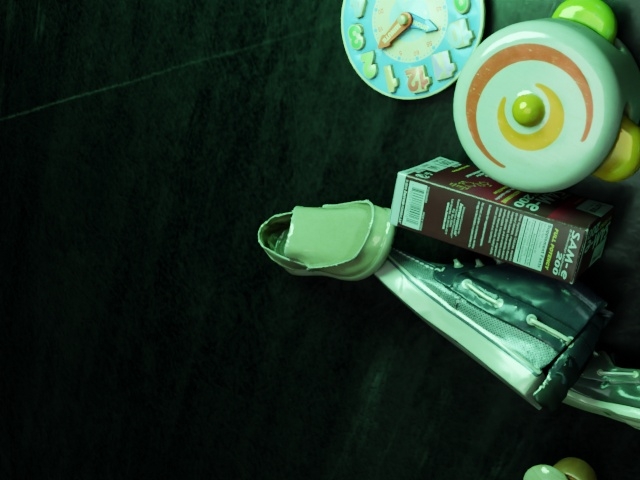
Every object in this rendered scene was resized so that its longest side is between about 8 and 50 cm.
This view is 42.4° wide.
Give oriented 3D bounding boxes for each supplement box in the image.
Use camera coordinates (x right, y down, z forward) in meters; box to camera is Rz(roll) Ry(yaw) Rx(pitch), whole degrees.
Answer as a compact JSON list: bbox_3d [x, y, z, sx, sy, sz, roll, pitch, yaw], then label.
[{"bbox_3d":[0.221,-0.032,1.015,0.239,0.130,0.073,20,114,26],"label":"supplement box"}]

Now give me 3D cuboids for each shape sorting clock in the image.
[{"bbox_3d":[0.114,-0.286,1.064,0.206,0.040,0.206,10,110,30],"label":"shape sorting clock"}]

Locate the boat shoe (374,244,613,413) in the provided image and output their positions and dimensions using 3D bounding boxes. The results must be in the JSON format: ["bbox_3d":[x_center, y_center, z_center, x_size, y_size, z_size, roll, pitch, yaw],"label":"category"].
[{"bbox_3d":[0.214,0.065,1.074,0.340,0.127,0.158,38,88,35],"label":"boat shoe"}]

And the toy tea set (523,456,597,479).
[{"bbox_3d":[0.313,0.458,1.103,0.200,0.124,0.336,-14,96,36],"label":"toy tea set"}]

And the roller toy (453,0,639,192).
[{"bbox_3d":[0.258,-0.153,0.943,0.191,0.146,0.209,-18,95,36],"label":"roller toy"}]

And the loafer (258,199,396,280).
[{"bbox_3d":[0.000,0.000,1.141,0.268,0.092,0.102,-14,60,53],"label":"loafer"}]

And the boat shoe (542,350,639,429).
[{"bbox_3d":[0.349,0.178,1.041,0.233,0.084,0.079,12,73,37],"label":"boat shoe"}]
